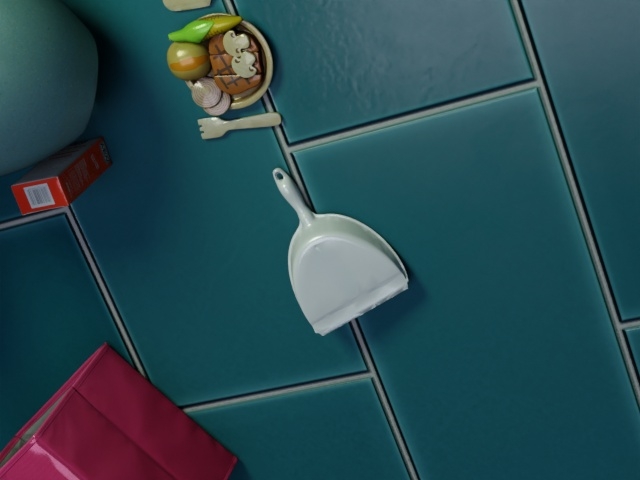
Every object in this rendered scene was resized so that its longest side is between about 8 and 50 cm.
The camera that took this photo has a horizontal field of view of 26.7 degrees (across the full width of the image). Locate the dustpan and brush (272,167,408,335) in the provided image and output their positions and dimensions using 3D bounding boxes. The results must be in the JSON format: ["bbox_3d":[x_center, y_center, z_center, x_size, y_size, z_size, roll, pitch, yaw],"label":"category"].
[{"bbox_3d":[0.000,0.000,1.719,0.147,0.060,0.211,-30,110,16],"label":"dustpan and brush"}]

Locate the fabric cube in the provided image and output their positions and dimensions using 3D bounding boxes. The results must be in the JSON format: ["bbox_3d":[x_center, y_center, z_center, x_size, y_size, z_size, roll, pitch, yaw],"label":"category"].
[{"bbox_3d":[-0.317,0.354,1.864,0.258,0.259,0.254,43,118,-7],"label":"fabric cube"}]

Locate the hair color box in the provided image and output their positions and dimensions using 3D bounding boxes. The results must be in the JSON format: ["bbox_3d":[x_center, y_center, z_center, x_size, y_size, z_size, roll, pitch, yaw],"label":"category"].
[{"bbox_3d":[-0.328,-0.084,1.719,0.072,0.141,0.043,-10,112,21],"label":"hair color box"}]

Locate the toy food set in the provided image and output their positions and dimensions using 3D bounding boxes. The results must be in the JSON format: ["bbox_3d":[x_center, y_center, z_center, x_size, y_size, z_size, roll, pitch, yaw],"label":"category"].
[{"bbox_3d":[-0.123,-0.216,1.652,0.132,0.038,0.192,-7,113,20],"label":"toy food set"}]

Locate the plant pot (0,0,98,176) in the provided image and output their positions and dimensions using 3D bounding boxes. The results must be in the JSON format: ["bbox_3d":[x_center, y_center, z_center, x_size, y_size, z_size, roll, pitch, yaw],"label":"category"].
[{"bbox_3d":[-0.382,-0.201,1.629,0.195,0.290,0.290,6,123,-26],"label":"plant pot"}]
